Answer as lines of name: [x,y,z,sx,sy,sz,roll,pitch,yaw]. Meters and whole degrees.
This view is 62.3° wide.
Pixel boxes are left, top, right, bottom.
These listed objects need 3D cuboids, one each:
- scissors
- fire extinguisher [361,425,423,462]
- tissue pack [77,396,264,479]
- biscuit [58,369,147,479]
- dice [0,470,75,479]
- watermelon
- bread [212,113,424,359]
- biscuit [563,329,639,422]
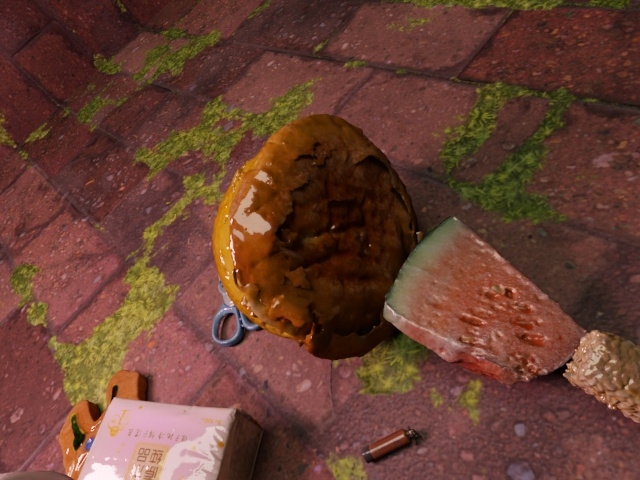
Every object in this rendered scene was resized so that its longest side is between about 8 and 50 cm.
scissors: [-0.174,0.091,1.059,0.125,0.030,0.256,-30,46,6]
fire extinguisher: [0.098,0.280,0.726,0.083,0.022,0.028,-29,82,9]
tissue pack: [-0.225,0.343,0.789,0.225,0.124,0.185,-1,54,19]
biscuit: [-0.376,0.384,0.934,0.202,0.047,0.334,-36,43,2]
dice: [-0.465,0.471,0.782,0.194,0.193,0.192,-43,52,19]
watermelon: [0.227,0.105,0.727,0.257,0.140,0.193,32,71,35]
bread: [-0.002,0.002,0.833,0.204,0.337,0.358,-19,39,53]
biscuit: [0.364,0.162,0.583,0.168,0.070,0.082,29,77,17]
